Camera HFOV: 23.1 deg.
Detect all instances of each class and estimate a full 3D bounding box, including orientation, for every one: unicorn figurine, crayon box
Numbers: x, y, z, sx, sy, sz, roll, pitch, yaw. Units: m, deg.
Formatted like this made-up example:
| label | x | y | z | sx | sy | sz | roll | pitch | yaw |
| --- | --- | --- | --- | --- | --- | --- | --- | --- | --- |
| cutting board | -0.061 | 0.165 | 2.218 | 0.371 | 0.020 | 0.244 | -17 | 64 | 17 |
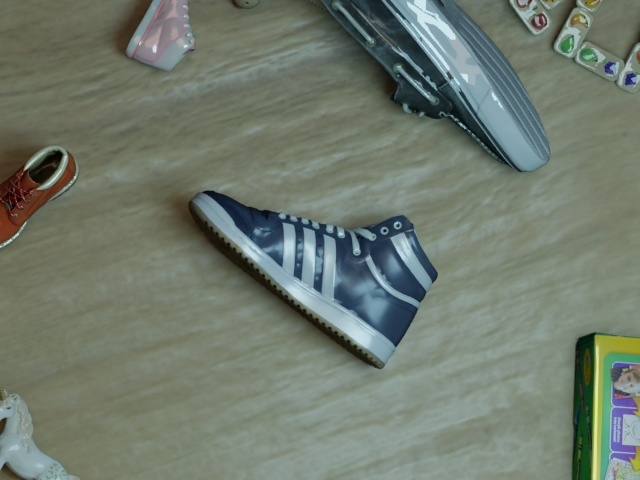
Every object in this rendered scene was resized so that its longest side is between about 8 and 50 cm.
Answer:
| label | x | y | z | sx | sy | sz | roll | pitch | yaw |
| --- | --- | --- | --- | --- | --- | --- | --- | --- | --- |
| unicorn figurine | -0.325 | 0.238 | 1.683 | 0.162 | 0.060 | 0.111 | 41 | 77 | -15 |
| crayon box | 0.370 | 0.248 | 1.745 | 0.165 | 0.081 | 0.278 | 5 | 79 | -6 |

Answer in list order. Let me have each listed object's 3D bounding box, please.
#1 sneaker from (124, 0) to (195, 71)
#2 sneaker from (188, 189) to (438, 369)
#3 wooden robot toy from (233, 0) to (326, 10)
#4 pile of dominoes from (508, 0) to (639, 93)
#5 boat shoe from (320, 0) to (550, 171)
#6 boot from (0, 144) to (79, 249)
| label | x | y | z | sx | sy | sz | roll | pitch | yaw |
| --- | --- | --- | --- | --- | --- | --- | --- | --- | --- |
| sneaker | -0.163 | -0.254 | 1.790 | 0.070 | 0.051 | 0.134 | 28 | 81 | -3 |
| sneaker | 0.000 | 0.000 | 1.736 | 0.282 | 0.099 | 0.153 | 38 | 83 | -6 |
| wooden robot toy | -0.071 | -0.302 | 1.808 | 0.173 | 0.079 | 0.076 | 15 | 44 | -27 |
| pile of dominoes | 0.345 | -0.321 | 1.812 | 0.196 | 0.040 | 0.251 | 26 | 99 | -8 |
| boat shoe | 0.128 | -0.199 | 1.785 | 0.119 | 0.121 | 0.335 | -35 | 101 | 25 |
| boot | -0.334 | -0.048 | 1.715 | 0.158 | 0.084 | 0.059 | -44 | 89 | -10 |
